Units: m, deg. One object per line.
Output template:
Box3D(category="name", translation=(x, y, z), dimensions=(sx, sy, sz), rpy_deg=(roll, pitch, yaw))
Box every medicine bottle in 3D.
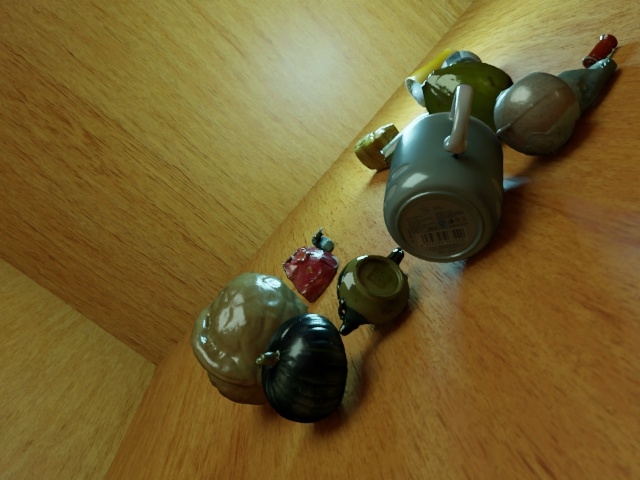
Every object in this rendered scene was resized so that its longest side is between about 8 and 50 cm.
Box3D(category="medicine bottle", translation=(0.530, -0.595, 1.832), dimensions=(0.165, 0.165, 0.273), rpy_deg=(-43, 15, 29))

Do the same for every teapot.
Box3D(category="teapot", translation=(0.126, 0.126, 1.212), dimensions=(0.269, 0.173, 0.182), rpy_deg=(-48, -16, -37))

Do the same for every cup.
Box3D(category="cup", translation=(0.529, -0.730, 2.278), dimensions=(0.264, 0.182, 0.226), rpy_deg=(-43, -19, -1))
Box3D(category="cup", translation=(0.277, -0.147, 1.080), dimensions=(0.274, 0.259, 0.356), rpy_deg=(-70, -13, -46))

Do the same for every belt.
Box3D(category="belt", translation=(-0.003, 0.004, 2.092), dimensions=(0.065, 0.100, 0.179), rpy_deg=(-49, 10, -11))

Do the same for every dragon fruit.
Box3D(category="dragon fruit", translation=(-0.026, 0.096, 1.845), dimensions=(0.189, 0.163, 0.261), rpy_deg=(-18, 21, 11))

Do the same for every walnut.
Box3D(category="walnut", translation=(-0.189, 0.288, 1.447), dimensions=(0.383, 0.383, 0.383), rpy_deg=(-47, 13, 14))

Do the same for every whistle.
Box3D(category="whistle", translation=(0.530, -0.300, 1.104), dimensions=(0.348, 0.189, 0.189), rpy_deg=(-30, 9, -14))

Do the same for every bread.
Box3D(category="bread", translation=(0.260, -0.407, 2.198), dimensions=(0.132, 0.167, 0.294), rpy_deg=(-53, 14, -13))

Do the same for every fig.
Box3D(category="fig", translation=(0.415, -0.394, 1.414), dimensions=(0.239, 0.271, 0.239), rpy_deg=(24, -90, -89))

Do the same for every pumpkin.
Box3D(category="pumpkin", translation=(-0.042, 0.284, 1.118), dimensions=(0.250, 0.216, 0.249), rpy_deg=(-41, 41, 48))

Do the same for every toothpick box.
Box3D(category="toothpick box", translation=(0.678, -0.455, 1.202), dimensions=(0.083, 0.047, 0.047), rpy_deg=(-51, 13, -7))

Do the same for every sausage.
Box3D(category="sausage", translation=(0.373, -0.406, 1.910), dimensions=(0.317, 0.125, 0.117), rpy_deg=(-45, 54, 24))

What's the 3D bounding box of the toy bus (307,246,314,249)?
Box3D(category="toy bus", translation=(-0.063, 0.096, 2.138), dimensions=(0.061, 0.051, 0.153), rpy_deg=(-3, 47, 56))
